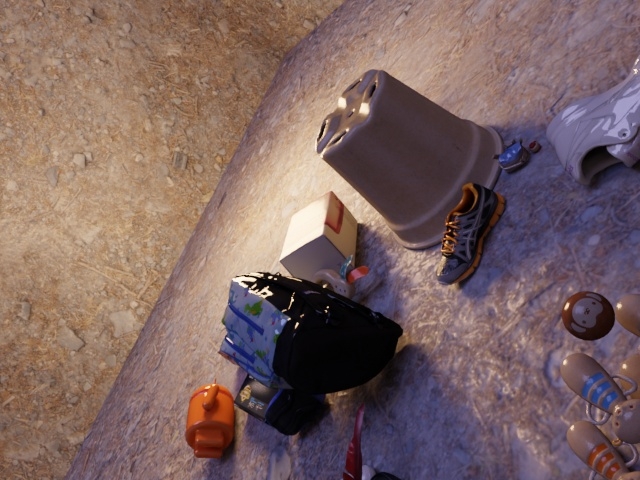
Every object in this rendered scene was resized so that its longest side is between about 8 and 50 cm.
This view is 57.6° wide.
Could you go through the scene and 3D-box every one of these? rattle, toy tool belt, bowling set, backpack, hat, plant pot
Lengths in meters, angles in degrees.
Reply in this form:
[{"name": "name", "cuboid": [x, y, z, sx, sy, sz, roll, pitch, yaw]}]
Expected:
[{"name": "rattle", "cuboid": [0.009, 0.123, 1.346, 0.199, 0.142, 0.130, -38, 64, 55]}, {"name": "toy tool belt", "cuboid": [0.384, -0.174, 1.146, 0.083, 0.051, 0.052, -39, 29, 35]}, {"name": "bowling set", "cuboid": [0.350, 0.153, 0.625, 0.287, 0.199, 0.154, -56, 24, 11]}, {"name": "backpack", "cuboid": [-0.055, 0.362, 1.279, 0.120, 0.098, 0.101, -53, -6, 10]}, {"name": "hat", "cuboid": [0.071, 0.412, 0.900, 0.183, 0.208, 0.173, -38, 4, -3]}, {"name": "backpack", "cuboid": [-0.062, 0.183, 1.204, 0.355, 0.290, 0.273, 38, 114, 43]}, {"name": "plant pot", "cuboid": [0.171, -0.199, 1.277, 0.334, 0.305, 0.334, -44, 26, 28]}]

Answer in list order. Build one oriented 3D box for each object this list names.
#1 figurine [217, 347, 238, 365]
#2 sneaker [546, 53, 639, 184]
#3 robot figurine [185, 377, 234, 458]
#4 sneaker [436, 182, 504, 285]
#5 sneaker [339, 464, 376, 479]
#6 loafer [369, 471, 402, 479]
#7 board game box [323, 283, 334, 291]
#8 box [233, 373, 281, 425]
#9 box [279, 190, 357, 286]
[{"name": "figurine", "cuboid": [-0.196, 0.252, 1.695, 0.209, 0.092, 0.215, -59, 10, -26]}, {"name": "sneaker", "cuboid": [0.507, -0.200, 0.901, 0.305, 0.114, 0.152, -42, 41, 41]}, {"name": "robot figurine", "cuboid": [-0.293, 0.475, 1.559, 0.128, 0.158, 0.219, -28, 29, 9]}, {"name": "sneaker", "cuboid": [0.272, -0.014, 1.125, 0.084, 0.083, 0.215, 7, 67, 63]}, {"name": "sneaker", "cuboid": [0.009, 0.467, 1.013, 0.212, 0.094, 0.080, -51, 22, 13]}, {"name": "loafer", "cuboid": [0.119, 0.423, 0.871, 0.076, 0.078, 0.223, -55, 23, 4]}, {"name": "board game box", "cuboid": [0.014, 0.087, 1.576, 0.103, 0.026, 0.154, -59, 23, -3]}, {"name": "box", "cuboid": [-0.127, 0.363, 1.468, 0.220, 0.051, 0.175, -5, 55, 62]}, {"name": "box", "cuboid": [0.000, 0.000, 1.519, 0.148, 0.127, 0.232, -31, 24, 23]}]
